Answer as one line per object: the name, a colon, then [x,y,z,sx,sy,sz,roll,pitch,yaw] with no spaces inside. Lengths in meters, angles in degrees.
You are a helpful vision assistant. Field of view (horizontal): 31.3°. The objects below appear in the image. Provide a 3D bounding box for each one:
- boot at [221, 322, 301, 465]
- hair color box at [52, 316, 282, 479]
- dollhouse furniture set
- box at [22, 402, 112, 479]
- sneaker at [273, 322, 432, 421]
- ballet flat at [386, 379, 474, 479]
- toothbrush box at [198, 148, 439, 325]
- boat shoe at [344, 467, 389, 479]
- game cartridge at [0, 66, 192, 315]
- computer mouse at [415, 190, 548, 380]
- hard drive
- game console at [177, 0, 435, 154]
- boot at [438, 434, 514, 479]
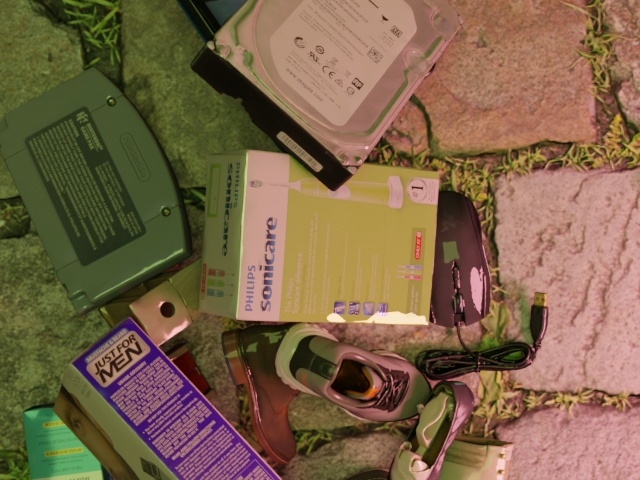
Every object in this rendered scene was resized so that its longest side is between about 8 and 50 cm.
boot: [-0.045,0.202,1.511,0.106,0.082,0.219,-17,118,8]
hair color box: [-0.179,0.276,1.430,0.339,0.185,0.110,47,58,8]
dollhouse furniture set: [-0.176,0.132,1.507,0.129,0.129,0.184,-34,101,-27]
box: [-0.336,0.342,1.552,0.100,0.060,0.244,-8,89,0]
sneaker: [0.060,0.188,1.477,0.271,0.108,0.100,24,89,-44]
ballet flat: [0.134,0.272,1.511,0.074,0.074,0.203,31,82,0]
toothbrush box: [0.000,0.000,1.466,0.283,0.122,0.206,3,90,-30]
boat shoe: [-0.017,0.438,1.533,0.335,0.095,0.112,-40,90,0]
game cartridge: [-0.297,-0.073,1.530,0.198,0.062,0.297,-27,76,-2]
computer mouse: [0.220,0.061,1.553,0.184,0.060,0.262,-1,90,1]
hard drive: [0.021,-0.252,1.445,0.237,0.064,0.339,42,53,-7]
game console: [-0.020,-0.289,1.507,0.173,0.250,0.293,-35,89,26]
boot: [0.247,0.356,1.542,0.213,0.077,0.165,13,89,7]
